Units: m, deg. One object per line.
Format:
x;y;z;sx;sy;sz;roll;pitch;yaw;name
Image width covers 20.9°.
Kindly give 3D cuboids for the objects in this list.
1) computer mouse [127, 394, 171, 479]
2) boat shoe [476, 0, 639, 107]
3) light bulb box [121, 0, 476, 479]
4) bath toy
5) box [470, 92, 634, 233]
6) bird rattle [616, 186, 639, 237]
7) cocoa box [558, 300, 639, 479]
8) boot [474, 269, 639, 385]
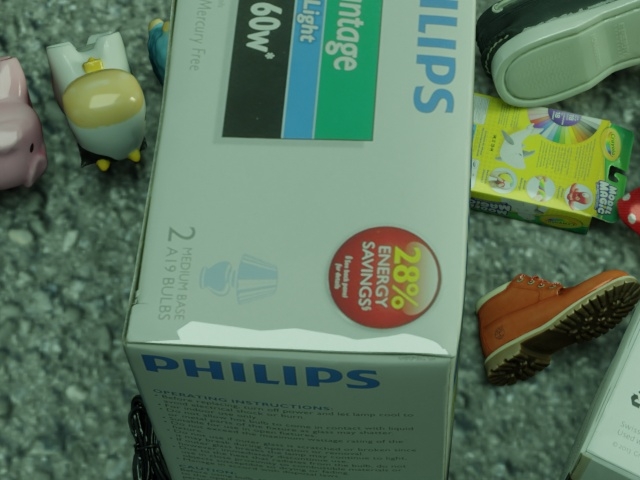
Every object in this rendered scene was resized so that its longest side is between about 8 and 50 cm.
-0.065;0.176;1.472;0.193;0.042;0.106;-4;65;-3;computer mouse
0.290;-0.213;1.590;0.302;0.114;0.091;-13;47;-6;boat shoe
0.000;0.000;1.334;0.225;0.361;0.358;3;62;4;light bulb box
-0.269;-0.101;1.552;0.348;0.151;0.129;-14;102;-7;bath toy
0.191;-0.072;1.590;0.179;0.043;0.105;12;66;7;box
0.377;-0.077;1.574;0.253;0.143;0.207;-21;50;-4;bird rattle
0.384;0.182;1.378;0.347;0.228;0.231;25;67;9;cocoa box
0.199;0.053;1.494;0.158;0.059;0.085;-31;52;26;boot
